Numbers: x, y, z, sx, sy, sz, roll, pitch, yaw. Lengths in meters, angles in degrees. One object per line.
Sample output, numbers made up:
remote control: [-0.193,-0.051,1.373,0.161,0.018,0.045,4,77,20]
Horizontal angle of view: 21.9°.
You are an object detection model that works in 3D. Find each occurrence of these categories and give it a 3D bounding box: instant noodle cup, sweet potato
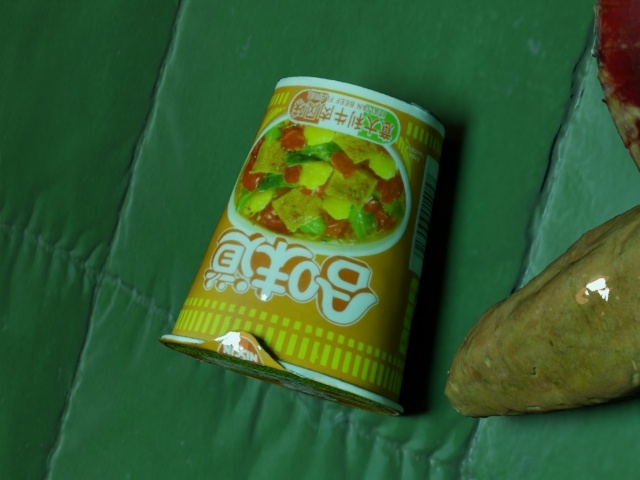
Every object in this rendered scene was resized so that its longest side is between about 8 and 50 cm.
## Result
instant noodle cup: [0.000,0.000,1.048,0.168,0.168,0.185,5,76,53]
sweet potato: [0.154,0.037,0.878,0.251,0.097,0.097,-30,57,42]

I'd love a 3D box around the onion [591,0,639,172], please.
onion: [0.244,-0.094,0.720,0.246,0.190,0.246,5,101,29]
